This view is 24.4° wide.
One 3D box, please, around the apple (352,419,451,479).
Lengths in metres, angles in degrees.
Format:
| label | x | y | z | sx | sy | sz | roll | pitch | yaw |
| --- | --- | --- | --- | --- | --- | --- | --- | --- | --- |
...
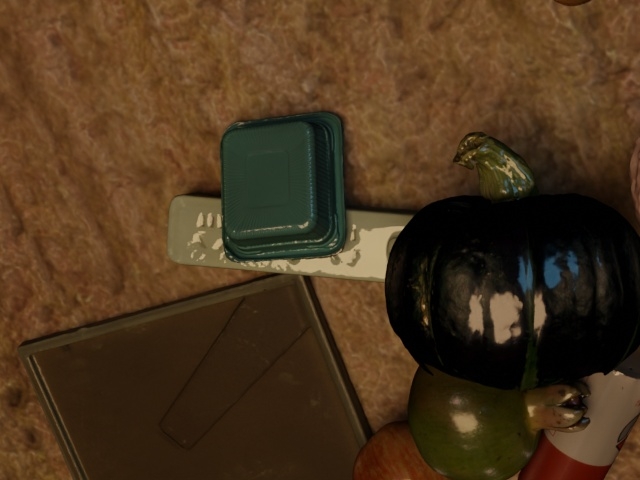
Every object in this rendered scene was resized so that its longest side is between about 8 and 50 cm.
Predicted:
| label | x | y | z | sx | sy | sz | roll | pitch | yaw |
| --- | --- | --- | --- | --- | --- | --- | --- | --- | --- |
| apple | 0.111 | 0.293 | 1.843 | 0.146 | 0.146 | 0.131 | -34 | 71 | 26 |

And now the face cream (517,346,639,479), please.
| label | x | y | z | sx | sy | sz | roll | pitch | yaw |
| --- | --- | --- | --- | --- | --- | --- | --- | --- | --- |
| face cream | 0.320 | 0.223 | 1.776 | 0.096 | 0.096 | 0.214 | 25 | 116 | 8 |

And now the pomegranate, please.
| label | x | y | z | sx | sy | sz | roll | pitch | yaw |
| --- | --- | --- | --- | --- | --- | --- | --- | --- | --- |
| pomegranate | 0.199 | 0.206 | 1.729 | 0.210 | 0.179 | 0.179 | 21 | 121 | 48 |

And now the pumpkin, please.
| label | x | y | z | sx | sy | sz | roll | pitch | yaw |
| --- | --- | --- | --- | --- | --- | --- | --- | --- | --- |
| pumpkin | 0.215 | 0.020 | 1.606 | 0.296 | 0.296 | 0.296 | 6 | 111 | 16 |

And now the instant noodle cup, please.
| label | x | y | z | sx | sy | sz | roll | pitch | yaw |
| --- | --- | --- | --- | --- | --- | --- | --- | --- | --- |
| instant noodle cup | -0.053 | -0.066 | 1.759 | 0.157 | 0.070 | 0.179 | -5 | 80 | 16 |

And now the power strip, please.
| label | x | y | z | sx | sy | sz | roll | pitch | yaw |
| --- | --- | --- | --- | --- | --- | --- | --- | --- | --- |
| power strip | 0.000 | 0.000 | 1.805 | 0.385 | 0.062 | 0.091 | 5 | 95 | 16 |

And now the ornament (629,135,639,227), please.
| label | x | y | z | sx | sy | sz | roll | pitch | yaw |
| --- | --- | --- | --- | --- | --- | --- | --- | --- | --- |
| ornament | 0.451 | -0.065 | 1.540 | 0.259 | 0.259 | 0.225 | -9 | 85 | 21 |

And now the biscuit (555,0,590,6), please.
| label | x | y | z | sx | sy | sz | roll | pitch | yaw |
| --- | --- | --- | --- | --- | --- | --- | --- | --- | --- |
| biscuit | 0.309 | -0.431 | 1.484 | 0.365 | 0.062 | 0.385 | -17 | 83 | 13 |

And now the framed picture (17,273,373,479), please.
| label | x | y | z | sx | sy | sz | roll | pitch | yaw |
| --- | --- | --- | --- | --- | --- | --- | --- | --- | --- |
| framed picture | -0.161 | 0.232 | 1.974 | 0.446 | 0.028 | 0.326 | -15 | 104 | 22 |
